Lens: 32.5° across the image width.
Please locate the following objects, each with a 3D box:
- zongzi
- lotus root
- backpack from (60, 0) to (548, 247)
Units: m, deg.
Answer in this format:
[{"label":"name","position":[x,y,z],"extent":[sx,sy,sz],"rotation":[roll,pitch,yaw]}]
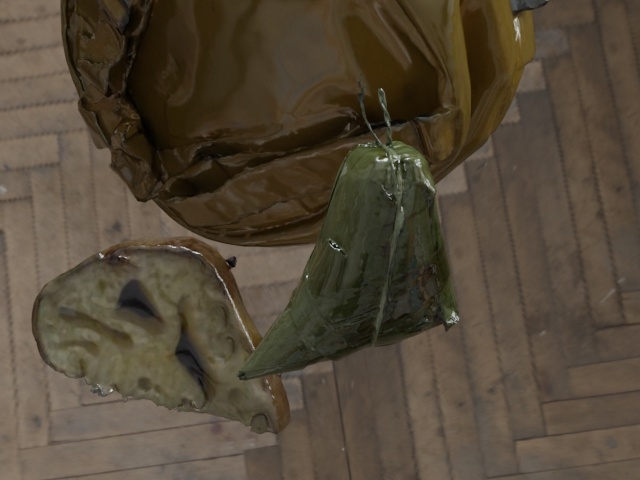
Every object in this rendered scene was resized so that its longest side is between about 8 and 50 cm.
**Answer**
[{"label":"zongzi","position":[0.000,0.000,0.578],"extent":[0.130,0.154,0.062],"rotation":[-17,35,-4]},{"label":"lotus root","position":[-0.149,0.080,1.052],"extent":[0.260,0.074,0.170],"rotation":[8,96,15]},{"label":"backpack","position":[-0.036,-0.167,0.780],"extent":[0.201,0.378,0.353],"rotation":[-30,95,-44]}]
